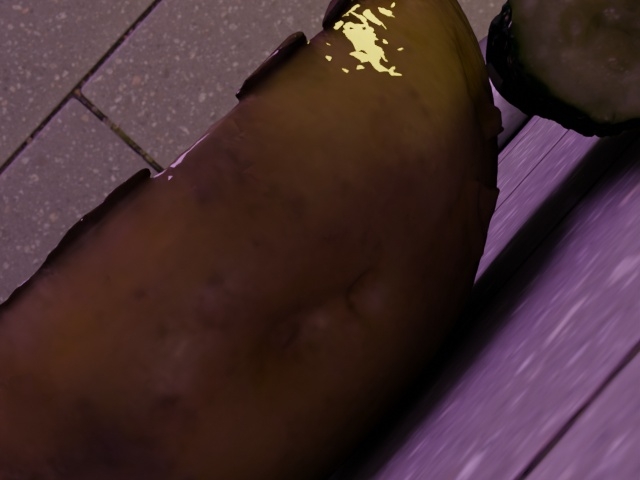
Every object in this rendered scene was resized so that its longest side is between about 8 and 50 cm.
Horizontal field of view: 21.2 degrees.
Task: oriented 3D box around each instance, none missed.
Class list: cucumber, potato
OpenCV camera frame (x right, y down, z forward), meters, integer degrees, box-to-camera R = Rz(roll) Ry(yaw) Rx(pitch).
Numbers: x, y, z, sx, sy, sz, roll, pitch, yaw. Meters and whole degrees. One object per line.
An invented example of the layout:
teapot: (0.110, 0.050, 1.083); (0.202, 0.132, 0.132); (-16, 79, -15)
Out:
cucumber: (0.077, -0.057, 0.501); (0.058, 0.058, 0.187); (-48, -1, 6)
potato: (0.000, 0.000, 0.489); (0.243, 0.098, 0.138); (-44, 0, -27)

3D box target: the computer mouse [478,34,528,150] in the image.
computer mouse: (0.120, -0.107, 1.083); (0.181, 0.056, 0.089); (-47, 5, -40)
